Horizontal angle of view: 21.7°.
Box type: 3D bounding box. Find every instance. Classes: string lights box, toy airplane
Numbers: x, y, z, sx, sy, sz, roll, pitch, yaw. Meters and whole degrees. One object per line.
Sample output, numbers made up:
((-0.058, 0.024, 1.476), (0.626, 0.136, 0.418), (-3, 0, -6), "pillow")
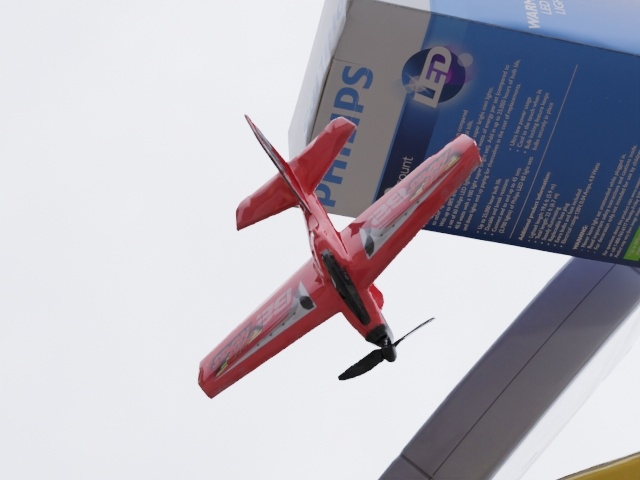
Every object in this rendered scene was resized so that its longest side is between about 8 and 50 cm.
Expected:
((0.123, -0.066, 0.889), (0.259, 0.077, 0.133), (10, -54, -9), "string lights box")
((0.000, 0.000, 0.686), (0.151, 0.028, 0.151), (-20, -127, 29), "toy airplane")

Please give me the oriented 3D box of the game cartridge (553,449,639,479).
((0.235, 0.209, 0.722), (0.053, 0.323, 0.285), (121, -48, -72), "game cartridge")

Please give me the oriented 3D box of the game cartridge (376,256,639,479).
((0.115, 0.106, 1.020), (0.062, 0.297, 0.198), (40, -18, 10), "game cartridge")
